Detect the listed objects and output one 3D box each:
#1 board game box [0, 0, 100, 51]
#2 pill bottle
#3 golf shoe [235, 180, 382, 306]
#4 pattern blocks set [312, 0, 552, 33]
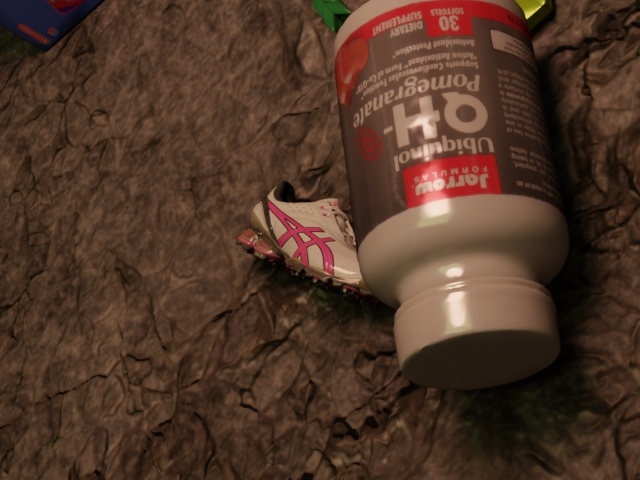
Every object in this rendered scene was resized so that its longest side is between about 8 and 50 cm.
[{"bbox_3d":[-0.346,-0.370,1.651,0.233,0.347,0.078,-37,53,18],"label":"board game box"},{"bbox_3d":[0.112,-0.044,1.289,0.176,0.176,0.318,-22,60,28],"label":"pill bottle"},{"bbox_3d":[0.000,0.000,1.424,0.186,0.067,0.086,26,87,40],"label":"golf shoe"},{"bbox_3d":[0.134,-0.293,1.473,0.325,0.026,0.285,-36,54,19],"label":"pattern blocks set"}]
